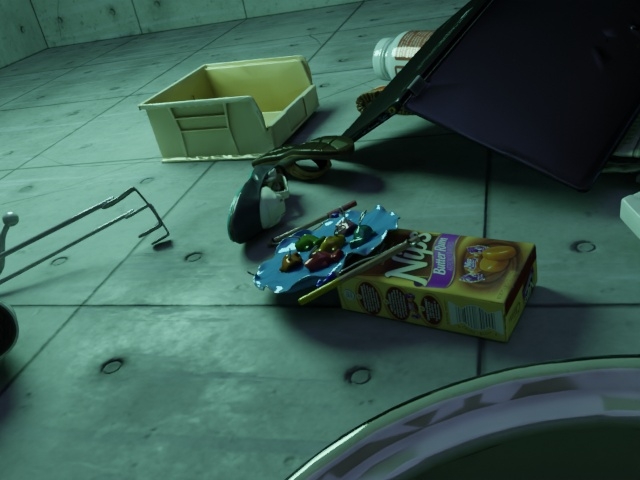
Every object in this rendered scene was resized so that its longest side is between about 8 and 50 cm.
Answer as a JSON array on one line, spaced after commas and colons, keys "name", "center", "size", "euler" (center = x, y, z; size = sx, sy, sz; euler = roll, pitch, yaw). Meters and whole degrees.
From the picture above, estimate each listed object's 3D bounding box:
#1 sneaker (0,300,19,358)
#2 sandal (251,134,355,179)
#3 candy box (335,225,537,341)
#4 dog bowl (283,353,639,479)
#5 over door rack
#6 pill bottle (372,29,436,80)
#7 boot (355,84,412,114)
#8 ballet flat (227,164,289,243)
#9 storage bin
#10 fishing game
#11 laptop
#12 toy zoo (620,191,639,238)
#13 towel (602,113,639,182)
[{"name": "sneaker", "center": [-0.470, 0.149, 0.669], "size": [0.290, 0.106, 0.123], "euler": [-25, 12, -25]}, {"name": "sandal", "center": [-0.027, -0.128, 1.026], "size": [0.219, 0.060, 0.090], "euler": [-6, 20, 42]}, {"name": "candy box", "center": [0.122, 0.040, 0.668], "size": [0.186, 0.053, 0.109], "euler": [6, 34, 33]}, {"name": "dog bowl", "center": [0.124, 0.231, 0.190], "size": [0.407, 0.150, 0.408], "euler": [-12, 32, 7]}, {"name": "over door rack", "center": [-0.363, -0.008, 0.784], "size": [0.324, 0.108, 0.239], "euler": [-18, 2, -10]}, {"name": "pill bottle", "center": [0.219, -0.373, 1.298], "size": [0.216, 0.121, 0.121], "euler": [18, 40, 41]}, {"name": "boot", "center": [0.157, -0.286, 1.237], "size": [0.157, 0.059, 0.084], "euler": [5, 28, 29]}, {"name": "ballet flat", "center": [-0.082, -0.061, 0.909], "size": [0.074, 0.074, 0.203], "euler": [-6, 27, 9]}, {"name": "storage bin", "center": [-0.168, -0.267, 1.251], "size": [0.260, 0.123, 0.262], "euler": [0, 31, 22]}, {"name": "fishing game", "center": [0.000, 0.000, 0.729], "size": [0.189, 0.041, 0.264], "euler": [-26, 16, -1]}, {"name": "laptop", "center": [0.277, -0.238, 0.989], "size": [0.382, 0.236, 0.408], "euler": [-49, 11, -22]}, {"name": "toy zoo", "center": [0.453, -0.023, 0.628], "size": [0.293, 0.030, 0.192], "euler": [-24, 40, -8]}, {"name": "towel", "center": [0.551, -0.141, 0.850], "size": [0.312, 0.056, 0.324], "euler": [11, 34, 30]}]
